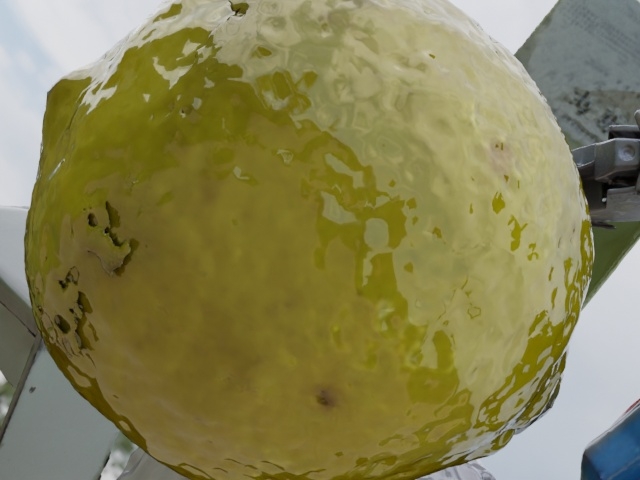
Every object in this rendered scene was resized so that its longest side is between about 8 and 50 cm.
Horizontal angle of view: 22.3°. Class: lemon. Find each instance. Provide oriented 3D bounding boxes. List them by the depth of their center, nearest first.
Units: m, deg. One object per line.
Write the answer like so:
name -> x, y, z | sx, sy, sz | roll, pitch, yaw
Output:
lemon -> 0.000, 0.000, 1.032 | 0.387, 0.350, 0.350 | 33, -17, -9

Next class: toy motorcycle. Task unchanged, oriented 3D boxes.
toy motorcycle -> 0.241, -0.059, 1.395 | 0.215, 0.080, 0.122 | 2, -20, 10

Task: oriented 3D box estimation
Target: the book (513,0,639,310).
book -> 0.284, -0.107, 1.791 | 0.239, 0.352, 0.035 | 39, -7, 9

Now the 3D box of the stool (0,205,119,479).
stool -> -0.336, 0.129, 1.704 | 0.243, 0.269, 0.170 | 37, 21, 34

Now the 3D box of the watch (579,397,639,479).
watch -> 0.364, 0.221, 1.190 | 0.274, 0.305, 0.241 | 57, -8, 38

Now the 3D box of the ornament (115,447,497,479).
ornament -> -0.013, 0.256, 1.258 | 0.337, 0.337, 0.337 | 43, -20, 20
